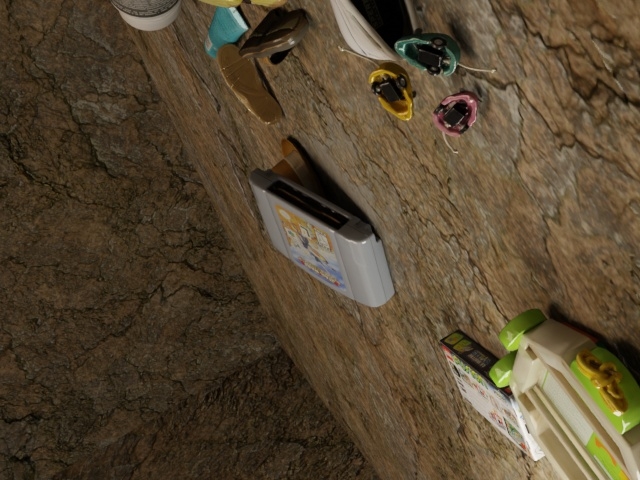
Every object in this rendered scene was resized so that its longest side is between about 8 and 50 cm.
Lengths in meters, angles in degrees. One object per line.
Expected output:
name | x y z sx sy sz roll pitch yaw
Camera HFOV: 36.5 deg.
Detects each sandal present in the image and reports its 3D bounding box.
sandal | -0.060 -0.293 1.426 0.060 0.090 0.219 42 170 -23

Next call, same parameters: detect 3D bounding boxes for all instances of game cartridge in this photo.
game cartridge | 0.000 0.000 1.723 0.297 0.062 0.198 30 148 37

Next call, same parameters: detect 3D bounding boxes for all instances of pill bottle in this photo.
pill bottle | -0.350 -0.533 1.899 0.161 0.161 0.283 59 169 10

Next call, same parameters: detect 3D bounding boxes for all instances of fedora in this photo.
fedora | -0.054 -0.102 1.850 0.194 0.079 0.194 58 170 17

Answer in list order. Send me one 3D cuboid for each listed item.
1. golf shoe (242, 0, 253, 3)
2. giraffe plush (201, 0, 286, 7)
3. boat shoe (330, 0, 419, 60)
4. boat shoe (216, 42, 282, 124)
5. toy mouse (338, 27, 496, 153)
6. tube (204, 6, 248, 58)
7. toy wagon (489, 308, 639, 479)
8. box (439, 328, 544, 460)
golf shoe | -0.126 -0.425 1.393 0.094 0.077 0.198 39 165 38
giraffe plush | -0.135 -0.409 1.272 0.181 0.210 0.171 -114 29 -88
boat shoe | 0.032 -0.290 0.945 0.258 0.095 0.084 55 170 -31
boat shoe | -0.137 -0.285 1.791 0.170 0.063 0.059 57 172 -13
toy mouse | 0.118 -0.156 0.946 0.143 0.031 0.161 -14 123 47
tube | -0.174 -0.387 1.772 0.080 0.052 0.207 52 165 -4
toy wagon | 0.289 0.194 1.023 0.267 0.068 0.344 56 168 26
box | 0.245 0.213 1.367 0.114 0.036 0.207 66 169 -23
